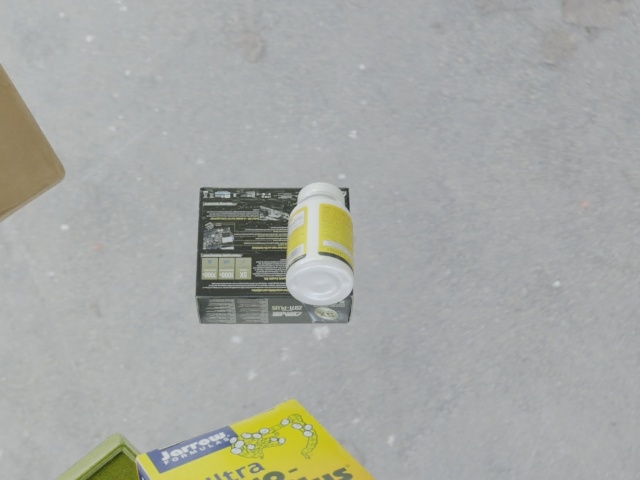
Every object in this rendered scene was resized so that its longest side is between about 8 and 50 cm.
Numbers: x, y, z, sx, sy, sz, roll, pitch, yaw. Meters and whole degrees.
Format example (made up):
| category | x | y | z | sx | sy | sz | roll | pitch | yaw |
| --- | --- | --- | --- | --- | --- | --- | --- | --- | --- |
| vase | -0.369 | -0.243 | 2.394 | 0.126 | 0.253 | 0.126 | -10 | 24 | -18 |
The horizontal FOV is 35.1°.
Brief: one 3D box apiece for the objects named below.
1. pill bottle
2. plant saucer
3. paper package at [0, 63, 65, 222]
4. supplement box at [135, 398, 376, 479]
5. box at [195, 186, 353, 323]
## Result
| category | x | y | z | sx | sy | sz | roll | pitch | yaw |
| --- | --- | --- | --- | --- | --- | --- | --- | --- | --- |
| pill bottle | 0.000 | 0.000 | 0.980 | 0.065 | 0.065 | 0.116 | -23 | 42 | 24 |
| plant saucer | -0.260 | 0.350 | 1.298 | 0.188 | 0.188 | 0.045 | 41 | 137 | 13 |
| paper package | -0.539 | -0.135 | 1.259 | 0.168 | 0.309 | 0.325 | -2 | 122 | 55 |
| supplement box | -0.052 | 0.389 | 1.090 | 0.195 | 0.194 | 0.356 | 33 | 135 | 55 |
| box | -0.053 | 0.017 | 1.192 | 0.180 | 0.077 | 0.147 | -1 | 61 | -3 |
